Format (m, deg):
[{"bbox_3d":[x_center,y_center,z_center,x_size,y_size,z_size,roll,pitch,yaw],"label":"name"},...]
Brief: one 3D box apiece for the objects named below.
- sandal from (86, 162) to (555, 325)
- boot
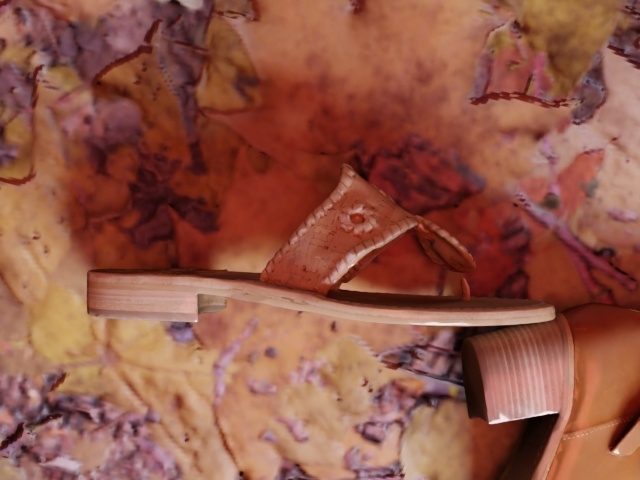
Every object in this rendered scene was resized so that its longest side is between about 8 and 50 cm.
[{"bbox_3d":[0.000,0.000,0.535,0.240,0.088,0.079,0,91,3],"label":"sandal"},{"bbox_3d":[0.162,0.131,0.560,0.152,0.073,0.197,-7,97,-6],"label":"boot"}]
